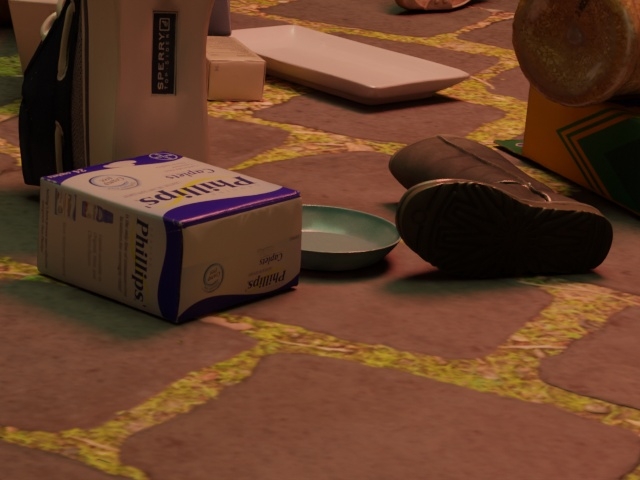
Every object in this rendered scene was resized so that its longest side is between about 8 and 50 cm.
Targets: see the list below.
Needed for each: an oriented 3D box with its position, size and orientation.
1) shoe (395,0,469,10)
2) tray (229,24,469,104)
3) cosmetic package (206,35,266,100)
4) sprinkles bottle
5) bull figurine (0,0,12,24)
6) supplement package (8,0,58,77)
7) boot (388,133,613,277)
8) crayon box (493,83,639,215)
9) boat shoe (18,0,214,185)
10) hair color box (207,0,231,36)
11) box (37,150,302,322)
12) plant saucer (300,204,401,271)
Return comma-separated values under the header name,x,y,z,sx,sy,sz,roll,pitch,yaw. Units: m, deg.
name,x,y,z,sx,sy,sz,roll,pitch,yaw
shoe,0.158,-0.332,2.484,0.058,0.077,0.219,8,14,28
tray,0.009,-0.180,2.020,0.145,0.030,0.270,-10,22,-43
cosmetic package,-0.098,-0.171,1.941,0.060,0.041,0.115,0,18,-17
sprinkles bottle,0.314,-0.193,1.700,0.121,0.121,0.355,18,21,37
bull figurine,-0.462,-0.327,2.161,0.310,0.101,0.188,15,-26,12
supplement package,-0.200,-0.270,1.876,0.139,0.134,0.244,5,55,4
boot,0.104,-0.038,1.496,0.189,0.076,0.208,12,19,-28
crayon box,0.316,-0.085,1.695,0.203,0.083,0.323,-3,18,-25
boat shoe,-0.159,-0.181,1.477,0.127,0.341,0.158,5,2,-40
hair color box,-0.197,-0.302,2.173,0.185,0.114,0.374,-5,17,-2
box,-0.102,-0.006,1.339,0.137,0.072,0.126,18,22,36
plant saucer,0.000,0.000,1.434,0.119,0.021,0.119,4,17,-1
